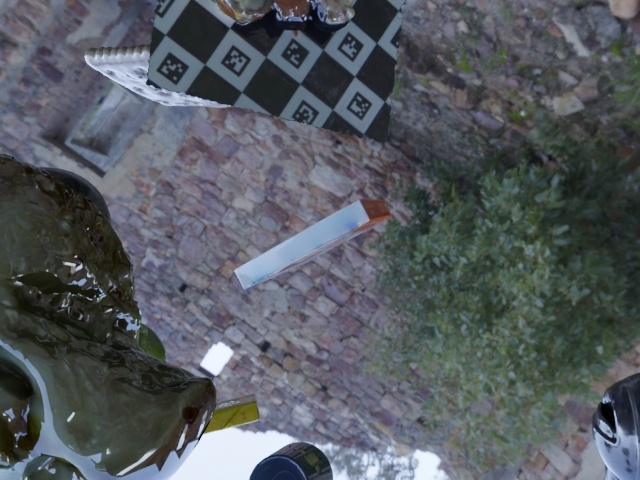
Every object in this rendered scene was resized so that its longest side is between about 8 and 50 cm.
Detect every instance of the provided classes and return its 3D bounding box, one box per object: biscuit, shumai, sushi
[{"bbox_3d":[-0.235,-0.286,0.856,0.325,0.044,0.217,9,174,27],"label":"biscuit"},{"bbox_3d":[-0.204,0.077,0.282,0.272,0.222,0.203,11,-154,-43],"label":"shumai"},{"bbox_3d":[-0.027,-0.266,0.528,0.290,0.263,0.050,7,-175,-18],"label":"sushi"}]

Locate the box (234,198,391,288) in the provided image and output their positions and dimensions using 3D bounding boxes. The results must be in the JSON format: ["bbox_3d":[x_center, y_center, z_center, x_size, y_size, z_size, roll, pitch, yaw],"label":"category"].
[{"bbox_3d":[0.000,0.000,0.942,0.048,0.265,0.273,62,-163,3],"label":"box"}]

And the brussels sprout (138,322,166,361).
[{"bbox_3d":[-0.570,0.329,1.302,0.210,0.271,0.219,60,-176,38],"label":"brussels sprout"}]

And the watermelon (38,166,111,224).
[{"bbox_3d":[-0.475,-0.023,0.834,0.212,0.212,0.212,35,180,0],"label":"watermelon"}]

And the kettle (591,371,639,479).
[{"bbox_3d":[0.456,0.251,0.511,0.291,0.268,0.207,-3,-174,19],"label":"kettle"}]

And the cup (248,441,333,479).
[{"bbox_3d":[-0.039,0.443,0.840,0.176,0.131,0.155,39,172,23],"label":"cup"}]

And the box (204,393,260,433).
[{"bbox_3d":[-0.140,0.189,0.491,0.087,0.155,0.023,115,143,-73],"label":"box"}]
